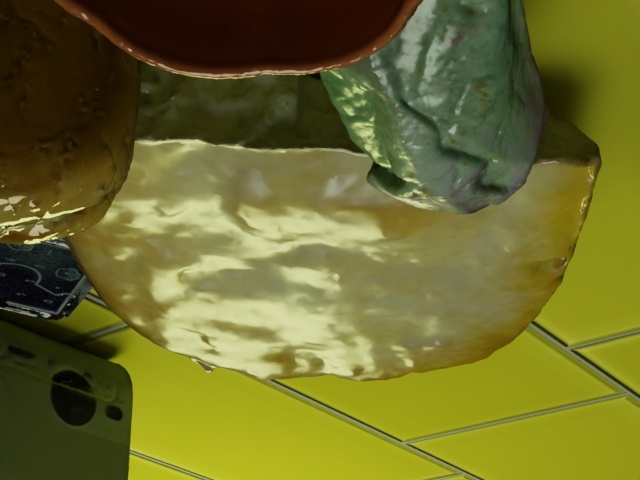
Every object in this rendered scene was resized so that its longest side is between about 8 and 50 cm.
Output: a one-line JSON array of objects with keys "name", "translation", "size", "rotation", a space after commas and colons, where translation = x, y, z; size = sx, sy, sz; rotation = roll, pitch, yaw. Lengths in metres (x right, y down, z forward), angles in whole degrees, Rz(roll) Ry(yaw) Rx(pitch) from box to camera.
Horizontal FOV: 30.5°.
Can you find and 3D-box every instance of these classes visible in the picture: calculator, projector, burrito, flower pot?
[{"name": "calculator", "translation": [-0.344, 0.013, 1.098], "size": [0.274, 0.028, 0.166], "rotation": [15, 149, -23]}, {"name": "projector", "translation": [-0.376, 0.230, 1.270], "size": [0.248, 0.248, 0.249], "rotation": [-23, 143, 37]}, {"name": "burrito", "translation": [0.065, -0.097, 0.694], "size": [0.144, 0.089, 0.229], "rotation": [-16, 139, 14]}, {"name": "flower pot", "translation": [-0.037, -0.197, 0.546], "size": [0.191, 0.173, 0.190], "rotation": [0, 153, 0]}]

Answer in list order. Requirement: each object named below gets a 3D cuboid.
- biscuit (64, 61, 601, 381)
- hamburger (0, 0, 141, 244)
[{"name": "biscuit", "translation": [0.000, -0.001, 0.985], "size": [0.429, 0.104, 0.446], "rotation": [-1, 149, 5]}, {"name": "hamburger", "translation": [-0.215, -0.090, 0.728], "size": [0.214, 0.213, 0.108], "rotation": [9, 152, -14]}]
